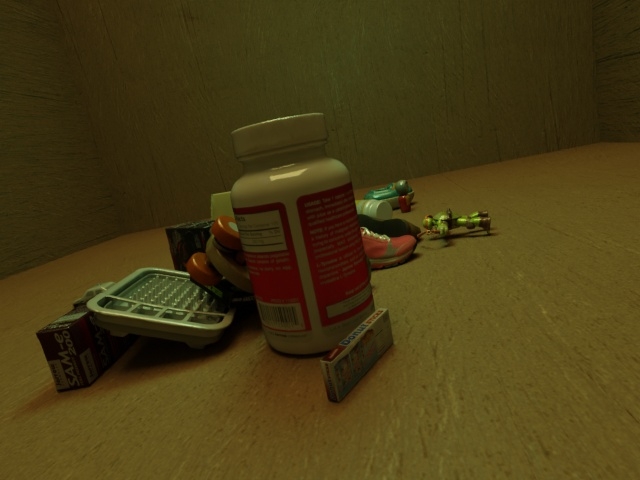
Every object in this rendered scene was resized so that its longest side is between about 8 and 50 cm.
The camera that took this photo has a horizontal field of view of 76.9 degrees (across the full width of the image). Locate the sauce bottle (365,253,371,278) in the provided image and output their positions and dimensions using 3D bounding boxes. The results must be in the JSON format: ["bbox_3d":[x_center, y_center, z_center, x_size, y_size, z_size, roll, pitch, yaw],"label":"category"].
[{"bbox_3d":[-0.035,0.077,1.062,0.344,0.112,0.111,-2,15,39],"label":"sauce bottle"}]

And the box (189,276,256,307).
[{"bbox_3d":[-0.197,0.108,1.011,0.190,0.045,0.184,2,17,-46],"label":"box"}]

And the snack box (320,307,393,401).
[{"bbox_3d":[0.063,0.172,0.630,0.022,0.064,0.178,-1,16,37],"label":"snack box"}]

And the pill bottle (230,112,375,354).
[{"bbox_3d":[-0.038,-0.016,0.769,0.228,0.409,0.229,-11,12,2],"label":"pill bottle"}]

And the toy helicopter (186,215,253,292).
[{"bbox_3d":[-0.162,0.019,0.998,0.140,0.234,0.355,-52,14,17],"label":"toy helicopter"}]

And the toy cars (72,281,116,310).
[{"bbox_3d":[-0.661,0.173,1.290,0.393,0.087,0.176,-1,16,42],"label":"toy cars"}]

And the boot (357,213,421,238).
[{"bbox_3d":[0.208,-0.030,1.407,0.115,0.113,0.305,4,2,-42],"label":"boot"}]

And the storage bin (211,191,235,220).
[{"bbox_3d":[-0.414,-0.110,1.976,0.262,0.261,0.123,-1,-1,41],"label":"storage bin"}]

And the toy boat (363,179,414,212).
[{"bbox_3d":[0.360,-0.225,1.984,0.267,0.148,0.318,-14,12,-11],"label":"toy boat"}]

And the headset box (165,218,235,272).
[{"bbox_3d":[-0.356,0.052,1.232,0.110,0.219,0.293,-20,14,-41],"label":"headset box"}]

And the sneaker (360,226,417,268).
[{"bbox_3d":[0.126,0.012,1.139,0.313,0.136,0.116,-14,13,-8],"label":"sneaker"}]

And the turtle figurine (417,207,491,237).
[{"bbox_3d":[0.421,-0.061,1.289,0.217,0.087,0.269,-2,4,16],"label":"turtle figurine"}]

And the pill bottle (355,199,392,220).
[{"bbox_3d":[0.193,-0.112,1.696,0.119,0.119,0.208,-21,15,-36],"label":"pill bottle"}]

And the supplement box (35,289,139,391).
[{"bbox_3d":[-0.490,0.202,0.881,0.073,0.131,0.239,-11,13,3],"label":"supplement box"}]

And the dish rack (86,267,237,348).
[{"bbox_3d":[-0.334,0.152,0.937,0.285,0.073,0.333,10,11,-5],"label":"dish rack"}]
